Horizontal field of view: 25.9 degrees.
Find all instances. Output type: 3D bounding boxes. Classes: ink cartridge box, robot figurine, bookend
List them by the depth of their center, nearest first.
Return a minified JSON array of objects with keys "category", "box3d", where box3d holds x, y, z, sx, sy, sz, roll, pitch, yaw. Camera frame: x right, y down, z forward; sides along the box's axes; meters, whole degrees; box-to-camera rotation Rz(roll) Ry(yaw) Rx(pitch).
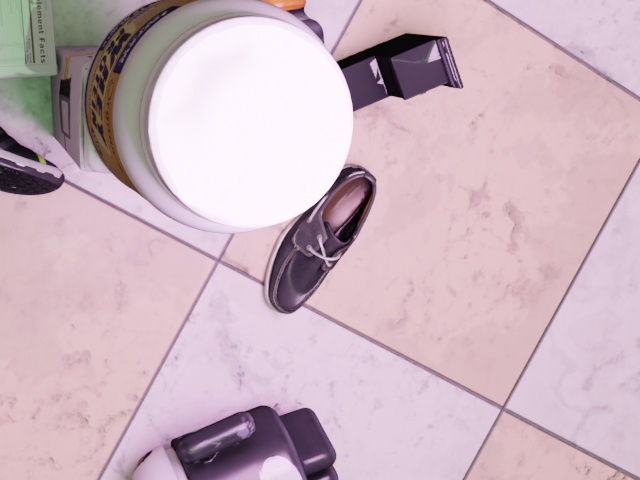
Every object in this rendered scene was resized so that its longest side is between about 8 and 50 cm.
[{"category":"ink cartridge box","box3d":[-0.200,-0.167,1.692,0.226,0.306,0.131,-3,101,-17]},{"category":"bookend","box3d":[0.084,-0.213,1.851,0.156,0.157,0.072,-24,106,-13]},{"category":"robot figurine","box3d":[-0.119,0.325,1.883,0.278,0.173,0.209,-20,100,-13]}]

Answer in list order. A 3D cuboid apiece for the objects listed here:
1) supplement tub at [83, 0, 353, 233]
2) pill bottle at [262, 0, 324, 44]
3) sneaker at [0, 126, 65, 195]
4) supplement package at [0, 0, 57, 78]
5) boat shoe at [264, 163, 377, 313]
[{"category":"supplement tub","box3d":[-0.107,-0.131,1.396,0.228,0.316,0.228,-3,100,-17]},{"category":"pill bottle","box3d":[-0.054,-0.211,1.823,0.130,0.130,0.246,-8,102,-16]},{"category":"sneaker","box3d":[-0.421,-0.133,1.748,0.234,0.084,0.097,22,63,-34]},{"category":"supplement package","box3d":[-0.451,-0.262,1.688,0.244,0.134,0.139,-5,101,-16]},{"category":"boat shoe","box3d":[0.000,0.000,1.908,0.084,0.079,0.233,33,91,-21]}]
